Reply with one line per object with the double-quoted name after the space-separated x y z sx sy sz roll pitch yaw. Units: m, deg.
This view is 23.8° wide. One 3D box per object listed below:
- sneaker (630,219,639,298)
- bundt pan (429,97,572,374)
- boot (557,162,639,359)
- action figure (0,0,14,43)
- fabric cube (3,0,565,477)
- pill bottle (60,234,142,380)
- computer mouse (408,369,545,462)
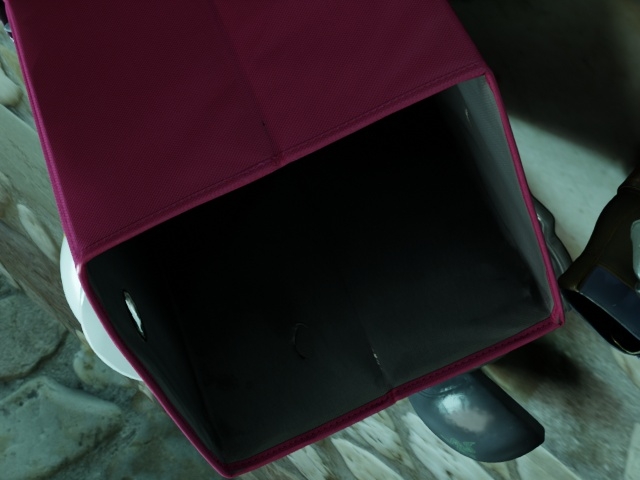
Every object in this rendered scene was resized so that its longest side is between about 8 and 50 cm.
0.231 -0.011 0.869 0.078 0.106 0.234 53 168 22 "sneaker"
0.050 -0.008 1.289 0.331 0.124 0.331 39 163 15 "bundt pan"
0.245 0.061 1.025 0.219 0.106 0.082 50 162 -18 "boot"
-0.172 -0.206 1.306 0.248 0.276 0.370 53 -179 -13 "action figure"
-0.026 -0.053 0.981 0.254 0.259 0.258 64 -179 -50 "fabric cube"
-0.150 -0.001 1.449 0.188 0.188 0.334 51 -171 -21 "pill bottle"
0.124 0.150 1.453 0.188 0.072 0.272 42 178 -19 "computer mouse"
